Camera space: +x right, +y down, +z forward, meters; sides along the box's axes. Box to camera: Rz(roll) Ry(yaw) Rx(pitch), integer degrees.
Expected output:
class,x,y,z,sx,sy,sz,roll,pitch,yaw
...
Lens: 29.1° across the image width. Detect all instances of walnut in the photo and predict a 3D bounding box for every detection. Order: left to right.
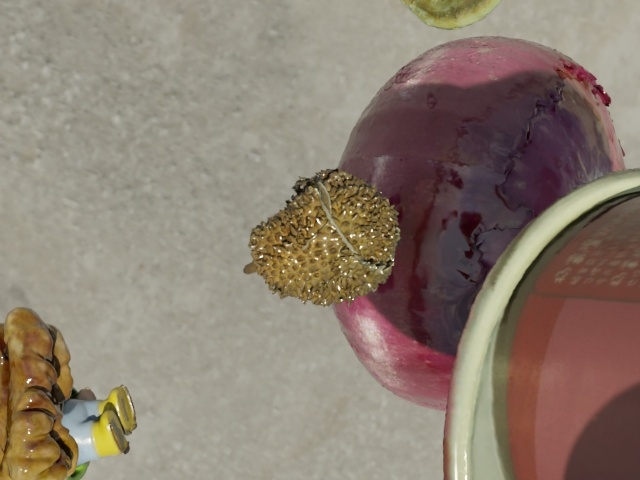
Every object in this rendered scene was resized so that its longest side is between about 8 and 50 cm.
class,x,y,z,sx,sy,sz,roll,pitch,yaw
walnut,-0.235,0.143,0.983,0.069,0.143,0.170,8,70,-33

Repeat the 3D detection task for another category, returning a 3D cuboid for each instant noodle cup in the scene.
class,x,y,z,sx,sy,sz,roll,pitch,yaw
instant noodle cup,0.186,0.081,0.452,0.234,0.178,0.235,3,85,-31

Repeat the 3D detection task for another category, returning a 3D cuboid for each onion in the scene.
class,x,y,z,sx,sy,sz,roll,pitch,yaw
onion,0.132,-0.020,1.170,0.358,0.344,0.358,16,90,-80

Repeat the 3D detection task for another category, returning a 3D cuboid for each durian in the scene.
class,x,y,z,sx,sy,sz,roll,pitch,yaw
durian,0.000,0.000,0.661,0.080,0.091,0.080,55,24,-39

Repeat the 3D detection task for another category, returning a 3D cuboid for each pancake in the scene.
class,x,y,z,sx,sy,sz,roll,pitch,yaw
pancake,0.083,-0.189,0.784,0.017,0.108,0.108,-6,113,-63

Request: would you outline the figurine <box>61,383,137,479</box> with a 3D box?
class,x,y,z,sx,sy,sz,roll,pitch,yaw
figurine,-0.321,0.217,1.265,0.162,0.263,0.143,-89,162,-58
